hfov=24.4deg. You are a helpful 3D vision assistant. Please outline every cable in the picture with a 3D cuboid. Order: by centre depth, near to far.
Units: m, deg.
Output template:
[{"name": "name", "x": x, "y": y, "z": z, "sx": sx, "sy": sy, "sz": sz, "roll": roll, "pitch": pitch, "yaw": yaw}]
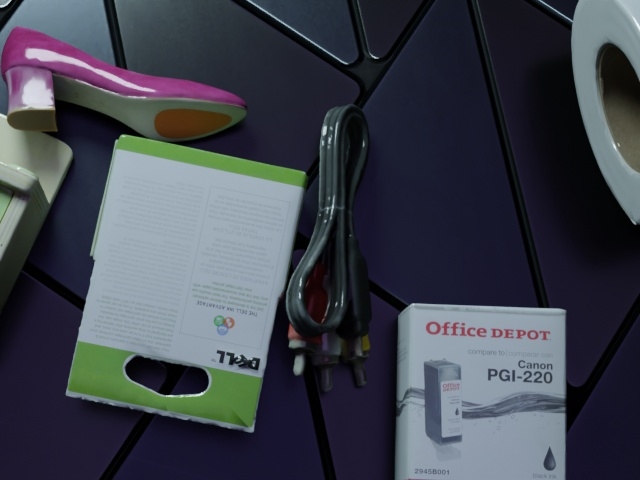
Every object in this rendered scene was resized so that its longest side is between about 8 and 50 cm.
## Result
[{"name": "cable", "x": 0.000, "y": 0.000, "z": 1.448, "sx": 0.072, "sy": 0.139, "sz": 0.287, "roll": -16, "pitch": 70, "yaw": 34}]

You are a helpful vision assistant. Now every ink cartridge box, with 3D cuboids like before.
[{"name": "ink cartridge box", "x": -0.130, "y": 0.045, "z": 1.435, "sx": 0.188, "sy": 0.097, "sz": 0.255, "roll": 12, "pitch": 80, "yaw": -2}, {"name": "ink cartridge box", "x": 0.155, "y": 0.174, "z": 1.435, "sx": 0.158, "sy": 0.092, "sz": 0.218, "roll": 2, "pitch": 77, "yaw": -4}]

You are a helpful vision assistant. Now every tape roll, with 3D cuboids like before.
[{"name": "tape roll", "x": 0.368, "y": -0.148, "z": 1.435, "sx": 0.169, "sy": 0.246, "sz": 0.246, "roll": -16, "pitch": 81, "yaw": -7}]

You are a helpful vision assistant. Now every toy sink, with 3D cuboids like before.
[{"name": "toy sink", "x": -0.353, "y": -0.029, "z": 1.413, "sx": 0.152, "sy": 0.131, "sz": 0.234, "roll": 24, "pitch": 78, "yaw": 0}]

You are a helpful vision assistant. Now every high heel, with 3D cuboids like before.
[{"name": "high heel", "x": -0.197, "y": -0.164, "z": 1.490, "sx": 0.244, "sy": 0.082, "sz": 0.117, "roll": -2, "pitch": 60, "yaw": -6}]
